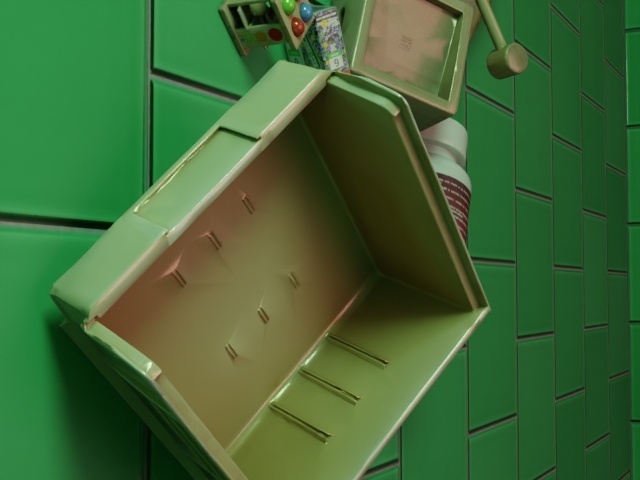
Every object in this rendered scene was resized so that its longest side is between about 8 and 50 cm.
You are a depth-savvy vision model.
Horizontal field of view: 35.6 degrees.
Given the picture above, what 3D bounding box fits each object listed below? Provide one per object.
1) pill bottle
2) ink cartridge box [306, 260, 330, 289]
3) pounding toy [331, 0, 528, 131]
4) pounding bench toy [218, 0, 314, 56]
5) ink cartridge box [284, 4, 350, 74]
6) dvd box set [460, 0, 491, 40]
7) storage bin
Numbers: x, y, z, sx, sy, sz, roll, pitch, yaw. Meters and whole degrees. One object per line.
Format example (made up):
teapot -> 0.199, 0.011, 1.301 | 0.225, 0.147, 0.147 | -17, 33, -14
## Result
pill bottle -> 0.102, -0.022, 1.095 | 0.121, 0.121, 0.221 | 41, 53, -55
ink cartridge box -> 0.000, 0.000, 0.943 | 0.134, 0.078, 0.231 | 51, 46, -48
pounding toy -> 0.112, -0.209, 1.057 | 0.206, 0.094, 0.181 | 19, 71, -24
pounding bench toy -> -0.049, -0.213, 0.872 | 0.083, 0.065, 0.052 | 63, 37, -39
ink cartridge box -> -0.002, -0.167, 0.961 | 0.029, 0.063, 0.115 | -26, 116, -29
dvd box set -> 0.183, -0.395, 1.239 | 0.420, 0.062, 0.308 | -59, 158, -46
storage bin -> -0.023, 0.047, 0.747 | 0.262, 0.123, 0.260 | -48, 135, -21
